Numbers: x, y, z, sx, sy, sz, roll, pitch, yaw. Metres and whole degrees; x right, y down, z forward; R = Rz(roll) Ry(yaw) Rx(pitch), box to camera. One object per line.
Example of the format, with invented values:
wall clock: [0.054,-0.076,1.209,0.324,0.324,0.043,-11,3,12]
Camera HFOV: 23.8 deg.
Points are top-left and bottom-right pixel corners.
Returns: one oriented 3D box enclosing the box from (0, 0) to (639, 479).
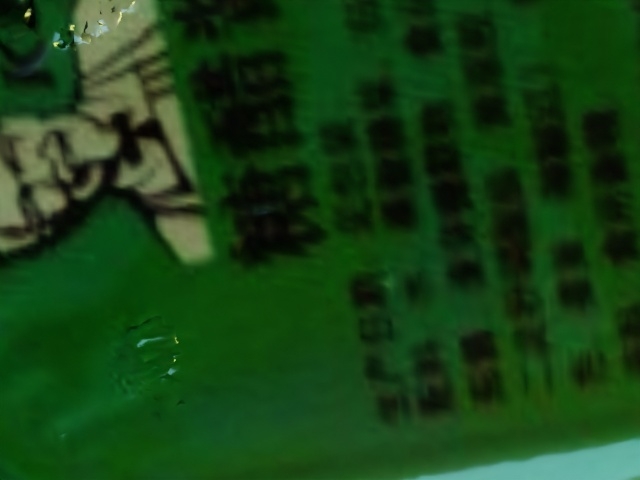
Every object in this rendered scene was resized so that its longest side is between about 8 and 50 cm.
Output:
box: [0.038,-0.058,0.443,0.336,0.264,0.106,-10,-165,6]
